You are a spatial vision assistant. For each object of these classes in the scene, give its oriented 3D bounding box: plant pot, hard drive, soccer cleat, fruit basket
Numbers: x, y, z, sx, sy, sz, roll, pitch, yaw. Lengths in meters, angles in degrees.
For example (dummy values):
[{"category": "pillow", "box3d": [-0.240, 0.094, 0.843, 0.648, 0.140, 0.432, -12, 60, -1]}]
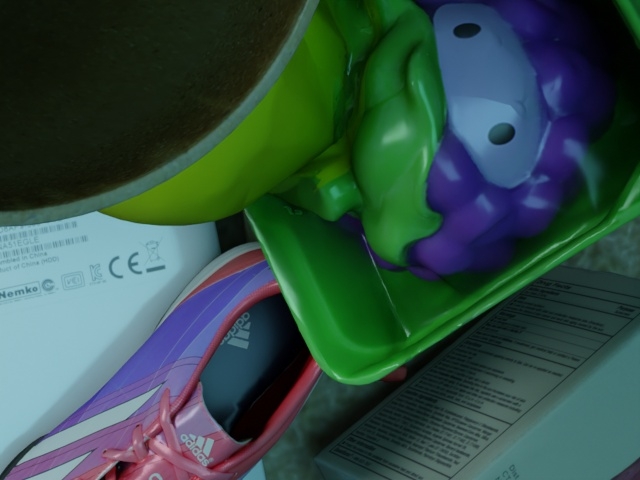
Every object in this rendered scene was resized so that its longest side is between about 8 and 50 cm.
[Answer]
[{"category": "plant pot", "box3d": [-0.156, -0.138, 0.518, 0.237, 0.254, 0.237, -6, 101, -31]}, {"category": "hard drive", "box3d": [-0.163, 0.094, 0.883, 0.233, 0.047, 0.353, -12, 95, -17]}, {"category": "soccer cleat", "box3d": [-0.100, 0.131, 0.819, 0.108, 0.116, 0.318, 43, 79, -15]}, {"category": "fruit basket", "box3d": [-0.009, -0.121, 0.721, 0.392, 0.392, 0.283, 42, 124, -19]}]

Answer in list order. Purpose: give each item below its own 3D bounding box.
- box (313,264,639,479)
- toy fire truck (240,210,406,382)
[{"category": "box", "box3d": [0.140, 0.136, 0.933, 0.232, 0.148, 0.127, -36, 111, -20]}, {"category": "toy fire truck", "box3d": [0.000, 0.000, 0.941, 0.135, 0.047, 0.192, 3, 98, -18]}]
